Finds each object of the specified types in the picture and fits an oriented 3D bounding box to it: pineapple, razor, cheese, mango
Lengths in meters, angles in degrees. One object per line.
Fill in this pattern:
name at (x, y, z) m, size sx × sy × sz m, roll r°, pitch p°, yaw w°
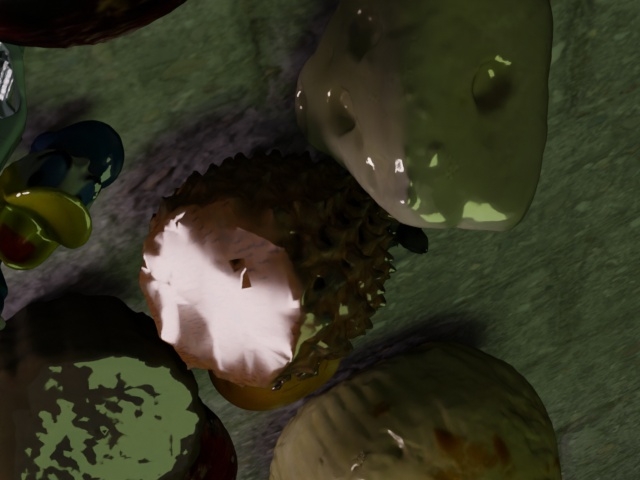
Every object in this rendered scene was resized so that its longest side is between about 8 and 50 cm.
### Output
pineapple at (0.000, -0.002, 1.795) m, size 0.223 × 0.223 × 0.357 m, roll -48°, pitch 168°, yaw 34°
razor at (-0.262, -0.041, 1.380) m, size 0.056 × 0.277 × 0.111 m, roll 21°, pitch 139°, yaw -7°
cheese at (0.084, -0.157, 1.646) m, size 0.174 × 0.251 × 0.247 m, roll 2°, pitch 105°, yaw -29°
mango at (-0.042, 0.126, 2.065) m, size 0.145 × 0.112 × 0.219 m, roll -39°, pitch 158°, yaw 13°

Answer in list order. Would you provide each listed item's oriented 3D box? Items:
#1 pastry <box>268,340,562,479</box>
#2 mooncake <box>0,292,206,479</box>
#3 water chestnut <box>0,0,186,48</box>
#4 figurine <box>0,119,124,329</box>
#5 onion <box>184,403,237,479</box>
pastry at (0.131, 0.322, 2.387) m, size 0.389 × 0.312 × 0.388 m, roll -24°, pitch 150°, yaw -15°
mooncake at (-0.229, 0.161, 1.833) m, size 0.228 × 0.124 × 0.228 m, roll -7°, pitch 122°, yaw -11°
water chestnut at (-0.173, -0.278, 0.989) m, size 0.347 × 0.335 × 0.335 m, roll 25°, pitch 127°, yaw -25°
figurine at (-0.306, 0.004, 1.526) m, size 0.338 × 0.204 × 0.283 m, roll -41°, pitch 161°, yaw -11°
onion at (-0.214, 0.255, 2.037) m, size 0.246 × 0.190 × 0.246 m, roll -26°, pitch 138°, yaw -26°
